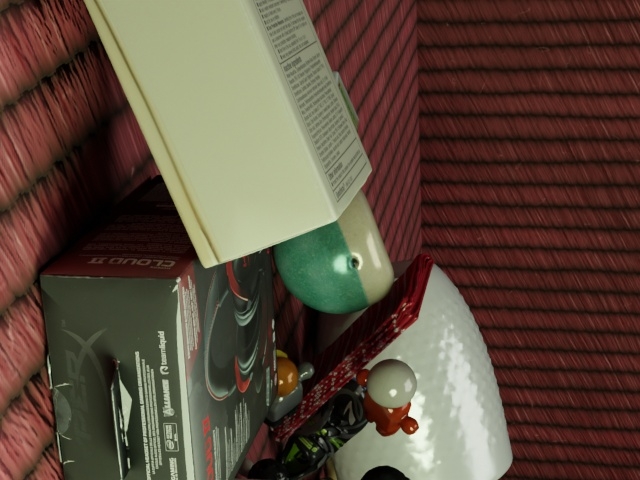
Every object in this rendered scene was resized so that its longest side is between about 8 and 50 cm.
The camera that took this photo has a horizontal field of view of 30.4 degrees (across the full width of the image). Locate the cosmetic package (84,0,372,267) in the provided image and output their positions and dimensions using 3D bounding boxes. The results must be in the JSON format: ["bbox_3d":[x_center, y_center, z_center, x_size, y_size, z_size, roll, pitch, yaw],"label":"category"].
[{"bbox_3d":[-0.079,-0.155,0.865,0.309,0.113,0.160,66,17,-10],"label":"cosmetic package"}]

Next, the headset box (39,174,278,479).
[{"bbox_3d":[-0.121,0.089,0.951,0.293,0.110,0.218,-58,148,-69],"label":"headset box"}]

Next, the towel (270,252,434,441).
[{"bbox_3d":[0.044,0.136,1.573,0.275,0.031,0.199,-44,-174,22],"label":"towel"}]

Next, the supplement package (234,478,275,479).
[{"bbox_3d":[-0.083,0.357,1.087,0.194,0.149,0.203,-62,151,-65],"label":"supplement package"}]

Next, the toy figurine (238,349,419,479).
[{"bbox_3d":[0.010,0.239,1.384,0.148,0.209,0.213,95,3,-61],"label":"toy figurine"}]

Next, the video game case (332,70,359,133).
[{"bbox_3d":[0.029,-0.144,1.912,0.212,0.023,0.193,54,39,-71],"label":"video game case"}]

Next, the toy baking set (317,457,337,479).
[{"bbox_3d":[0.008,0.401,1.860,0.197,0.030,0.256,-67,156,-61],"label":"toy baking set"}]

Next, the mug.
[{"bbox_3d":[0.141,0.197,1.854,0.374,0.276,0.328,-34,112,-69],"label":"mug"}]

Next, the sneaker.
[{"bbox_3d":[0.005,0.257,1.556,0.188,0.067,0.078,-51,175,24],"label":"sneaker"}]

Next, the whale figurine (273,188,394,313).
[{"bbox_3d":[0.000,0.000,1.578,0.272,0.141,0.216,-126,-167,-70],"label":"whale figurine"}]
